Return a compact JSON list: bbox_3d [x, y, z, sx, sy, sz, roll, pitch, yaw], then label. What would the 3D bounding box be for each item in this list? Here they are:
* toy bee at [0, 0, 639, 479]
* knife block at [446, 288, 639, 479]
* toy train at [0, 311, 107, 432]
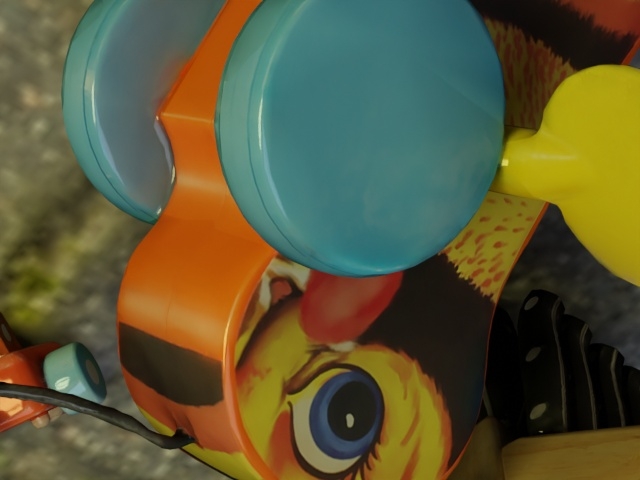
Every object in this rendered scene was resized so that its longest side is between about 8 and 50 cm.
[{"bbox_3d":[0.000,0.000,0.394,0.298,0.195,0.162,-39,123,0],"label":"toy bee"},{"bbox_3d":[0.039,0.138,0.449,0.088,0.276,0.242,39,155,-14],"label":"knife block"},{"bbox_3d":[-0.137,0.056,0.464,0.166,0.125,0.046,-25,89,11],"label":"toy train"}]
